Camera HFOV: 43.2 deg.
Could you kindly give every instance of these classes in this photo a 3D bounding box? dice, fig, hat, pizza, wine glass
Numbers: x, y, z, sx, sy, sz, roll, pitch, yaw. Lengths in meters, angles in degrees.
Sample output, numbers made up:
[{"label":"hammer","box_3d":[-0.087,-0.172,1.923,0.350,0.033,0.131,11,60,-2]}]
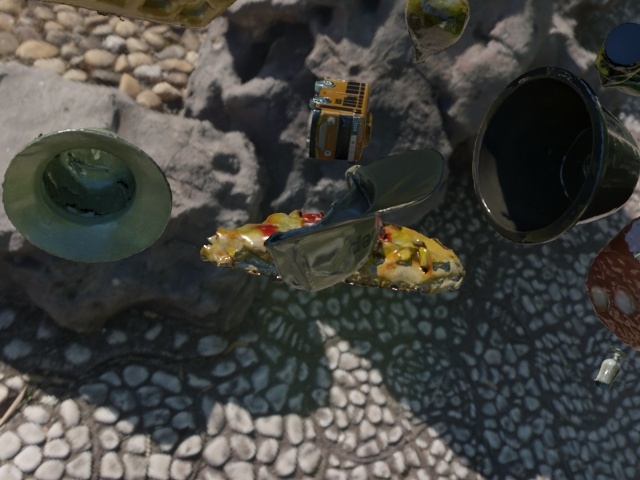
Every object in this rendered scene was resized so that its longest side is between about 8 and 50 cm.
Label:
[{"label":"dice","box_3d":[0.553,0.062,1.309,0.175,0.174,0.179,-21,56,-21]},{"label":"fig","box_3d":[0.227,-0.456,1.673,0.133,0.185,0.126,-1,81,-15]},{"label":"hat","box_3d":[-0.359,-0.099,1.271,0.257,0.257,0.130,20,35,-23]},{"label":"hat","box_3d":[0.060,-0.012,1.063,0.214,0.245,0.149,-41,121,-35]},{"label":"pizza","box_3d":[0.000,0.000,1.395,0.406,0.440,0.130,1,99,-30]},{"label":"wine glass","box_3d":[0.565,0.250,1.583,0.042,0.039,0.083,50,65,-25]}]

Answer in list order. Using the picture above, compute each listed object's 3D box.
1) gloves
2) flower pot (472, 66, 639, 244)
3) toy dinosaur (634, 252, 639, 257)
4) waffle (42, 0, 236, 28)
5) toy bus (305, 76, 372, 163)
[{"label":"gloves","box_3d":[0.520,-0.307,1.349,0.107,0.135,0.268,47,19,24]},{"label":"flower pot","box_3d":[0.380,-0.122,1.254,0.166,0.269,0.269,4,63,-33]},{"label":"toy dinosaur","box_3d":[0.355,0.030,0.800,0.021,0.083,0.062,57,36,-28]},{"label":"waffle","box_3d":[-0.172,-0.312,0.790,0.328,0.224,0.098,-11,75,-57]},{"label":"toy bus","box_3d":[0.036,-0.218,1.460,0.114,0.098,0.201,7,28,2]}]
